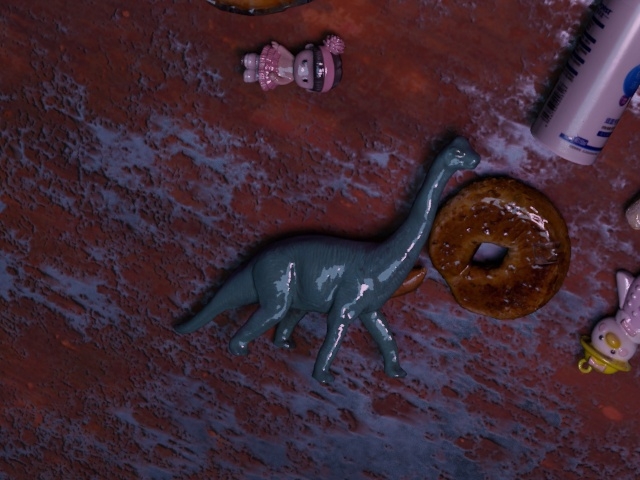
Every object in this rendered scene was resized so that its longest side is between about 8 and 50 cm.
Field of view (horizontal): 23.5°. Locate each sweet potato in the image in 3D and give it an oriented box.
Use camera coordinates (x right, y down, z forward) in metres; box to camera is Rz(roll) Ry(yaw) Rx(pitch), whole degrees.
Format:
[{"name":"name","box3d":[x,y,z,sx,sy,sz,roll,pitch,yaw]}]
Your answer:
[{"name":"sweet potato","box3d":[0.101,0.057,2.004,0.095,0.034,0.034,-22,105,28]}]

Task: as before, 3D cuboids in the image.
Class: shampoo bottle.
[{"name":"shampoo bottle","box3d":[0.358,-0.238,1.820,0.092,0.092,0.303,27,111,-1]}]

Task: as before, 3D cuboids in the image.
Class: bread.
[{"name":"bread","box3d":[0.229,0.009,1.951,0.193,0.064,0.193,6,114,13]}]

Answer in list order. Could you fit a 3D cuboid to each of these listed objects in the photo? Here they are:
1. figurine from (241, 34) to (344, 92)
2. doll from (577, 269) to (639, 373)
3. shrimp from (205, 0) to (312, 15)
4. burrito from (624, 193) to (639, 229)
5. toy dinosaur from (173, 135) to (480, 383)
[{"name":"figurine","box3d":[-0.032,-0.221,1.915,0.129,0.054,0.072,3,96,16]},{"name":"doll","box3d":[0.404,0.100,1.944,0.207,0.081,0.129,-44,79,23]},{"name":"shrimp","box3d":[-0.077,-0.391,1.816,0.222,0.054,0.290,9,129,17]},{"name":"burrito","box3d":[0.439,-0.077,1.887,0.042,0.051,0.171,42,111,-14]},{"name":"toy dinosaur","box3d":[0.000,0.000,1.970,0.384,0.129,0.330,12,101,20]}]
